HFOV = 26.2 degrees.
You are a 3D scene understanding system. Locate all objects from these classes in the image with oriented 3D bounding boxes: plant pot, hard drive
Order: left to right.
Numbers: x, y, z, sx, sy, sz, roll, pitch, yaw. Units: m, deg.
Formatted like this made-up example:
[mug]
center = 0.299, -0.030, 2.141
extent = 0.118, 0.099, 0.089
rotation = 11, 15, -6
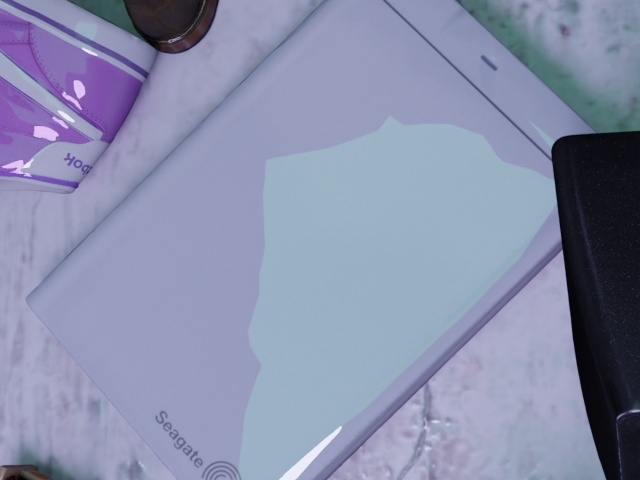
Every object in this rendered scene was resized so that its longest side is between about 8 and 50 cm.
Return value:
[hard drive]
center = 0.000, 0.000, 0.921
extent = 0.353, 0.047, 0.233
rotation = -45, 74, 4
[plant pot]
center = 0.226, 0.060, 0.753
extent = 0.188, 0.187, 0.167
rotation = -2, 49, 14

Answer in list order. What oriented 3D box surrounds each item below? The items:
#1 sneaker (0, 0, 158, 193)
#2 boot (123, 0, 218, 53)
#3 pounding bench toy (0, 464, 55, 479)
[sneaker]
center = -0.273, -0.129, 0.981
extent = 0.282, 0.102, 0.161
rotation = 29, 92, 16
[boot]
center = -0.104, -0.249, 0.954
extent = 0.082, 0.106, 0.219
rotation = 2, 82, 14
[pounding bench toy]
center = -0.203, 0.201, 0.935
extent = 0.065, 0.052, 0.083
rotation = 23, 87, 16
